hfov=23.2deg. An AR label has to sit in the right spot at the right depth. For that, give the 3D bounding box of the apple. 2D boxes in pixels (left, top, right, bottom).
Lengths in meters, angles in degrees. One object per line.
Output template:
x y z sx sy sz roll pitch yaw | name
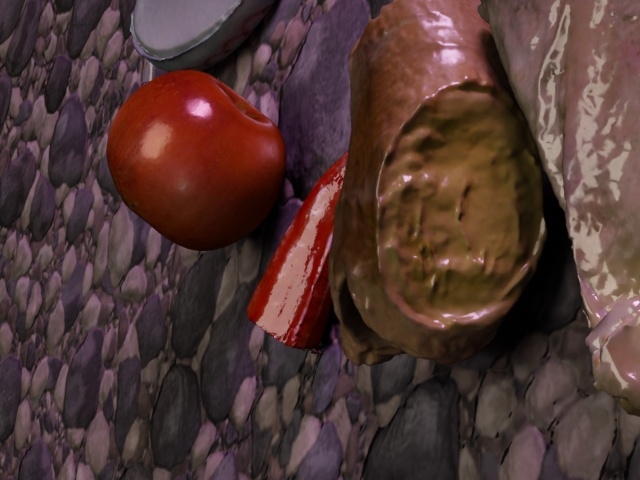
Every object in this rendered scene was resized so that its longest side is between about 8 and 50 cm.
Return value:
-0.107 -0.074 1.382 0.139 0.163 0.163 -51 36 22 | apple

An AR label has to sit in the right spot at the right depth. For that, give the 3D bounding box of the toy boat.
-0.105 -0.241 1.552 0.207 0.078 0.134 -34 61 39 | toy boat

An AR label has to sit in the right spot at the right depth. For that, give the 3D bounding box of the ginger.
0.071 -0.042 1.083 0.221 0.130 0.276 -146 70 -72 | ginger

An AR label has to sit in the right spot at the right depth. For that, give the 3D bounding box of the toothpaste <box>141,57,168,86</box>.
-0.180 -0.162 1.684 0.045 0.028 0.170 -8 73 53 | toothpaste

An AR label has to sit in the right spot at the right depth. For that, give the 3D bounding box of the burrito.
0.198 -0.059 0.881 0.175 0.107 0.348 -37 48 29 | burrito

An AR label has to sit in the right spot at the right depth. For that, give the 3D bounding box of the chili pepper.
0.000 0.001 1.259 0.088 0.065 0.169 40 110 58 | chili pepper
